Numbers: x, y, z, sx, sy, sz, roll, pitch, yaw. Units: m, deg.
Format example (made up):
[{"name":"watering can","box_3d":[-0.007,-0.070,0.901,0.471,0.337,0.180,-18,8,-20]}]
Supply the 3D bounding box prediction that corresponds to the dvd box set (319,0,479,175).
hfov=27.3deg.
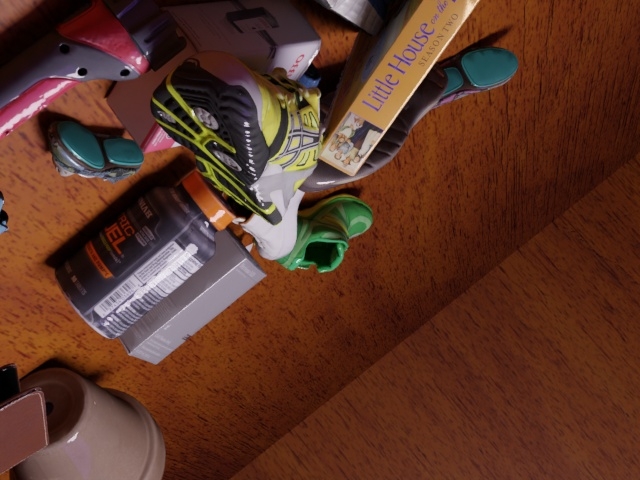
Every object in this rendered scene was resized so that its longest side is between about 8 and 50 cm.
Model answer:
[{"name":"dvd box set","box_3d":[0.140,-0.314,1.616,0.420,0.062,0.307,-54,-168,40]}]

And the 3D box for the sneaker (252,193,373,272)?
[{"name":"sneaker","box_3d":[0.000,0.000,2.283,0.295,0.123,0.109,-17,152,-53]}]

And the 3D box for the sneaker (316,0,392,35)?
[{"name":"sneaker","box_3d":[0.018,-0.343,1.494,0.147,0.130,0.330,-57,163,9]}]

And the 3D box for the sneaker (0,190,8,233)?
[{"name":"sneaker","box_3d":[-0.396,-0.004,1.552,0.073,0.063,0.162,-33,163,-31]}]

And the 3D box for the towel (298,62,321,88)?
[{"name":"towel","box_3d":[-0.043,-0.200,1.774,0.029,0.067,0.119,-28,160,-39]}]

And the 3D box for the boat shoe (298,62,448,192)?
[{"name":"boat shoe","box_3d":[0.059,-0.158,1.926,0.355,0.132,0.130,-39,174,-41]}]

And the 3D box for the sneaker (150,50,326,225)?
[{"name":"sneaker","box_3d":[-0.080,-0.142,1.470,0.147,0.145,0.384,-55,170,-8]}]

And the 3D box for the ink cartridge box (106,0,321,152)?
[{"name":"ink cartridge box","box_3d":[-0.123,-0.201,1.564,0.218,0.092,0.158,-16,152,-49]}]

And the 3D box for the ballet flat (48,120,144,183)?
[{"name":"ballet flat","box_3d":[-0.280,-0.097,1.562,0.070,0.070,0.188,-43,159,14]}]

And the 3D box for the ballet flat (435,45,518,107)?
[{"name":"ballet flat","box_3d":[0.226,-0.266,2.186,0.221,0.077,0.079,-24,176,-29]}]

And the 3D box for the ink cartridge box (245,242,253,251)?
[{"name":"ink cartridge box","box_3d":[-0.158,0.038,2.215,0.063,0.029,0.115,-27,158,-34]}]

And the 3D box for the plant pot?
[{"name":"plant pot","box_3d":[-0.407,0.323,2.119,0.263,0.263,0.229,-36,145,-11]}]

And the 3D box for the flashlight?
[{"name":"flashlight","box_3d":[-0.284,-0.149,1.343,0.304,0.103,0.103,-39,158,-5]}]

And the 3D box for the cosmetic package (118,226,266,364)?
[{"name":"cosmetic package","box_3d":[-0.215,0.080,2.078,0.238,0.107,0.127,-37,160,4]}]

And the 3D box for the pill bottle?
[{"name":"pill bottle","box_3d":[-0.235,0.012,1.814,0.246,0.130,0.130,-40,163,2]}]

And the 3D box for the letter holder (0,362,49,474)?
[{"name":"letter holder","box_3d":[-0.540,0.262,1.787,0.302,0.152,0.214,-32,160,-24]}]

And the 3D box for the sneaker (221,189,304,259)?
[{"name":"sneaker","box_3d":[-0.101,-0.053,2.021,0.123,0.106,0.290,-15,154,-15]}]
